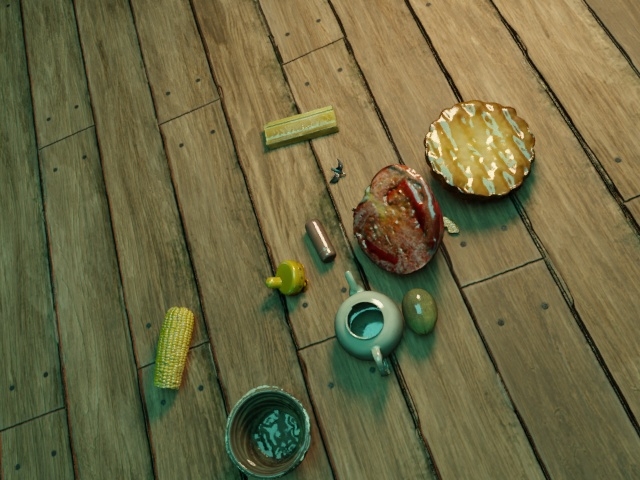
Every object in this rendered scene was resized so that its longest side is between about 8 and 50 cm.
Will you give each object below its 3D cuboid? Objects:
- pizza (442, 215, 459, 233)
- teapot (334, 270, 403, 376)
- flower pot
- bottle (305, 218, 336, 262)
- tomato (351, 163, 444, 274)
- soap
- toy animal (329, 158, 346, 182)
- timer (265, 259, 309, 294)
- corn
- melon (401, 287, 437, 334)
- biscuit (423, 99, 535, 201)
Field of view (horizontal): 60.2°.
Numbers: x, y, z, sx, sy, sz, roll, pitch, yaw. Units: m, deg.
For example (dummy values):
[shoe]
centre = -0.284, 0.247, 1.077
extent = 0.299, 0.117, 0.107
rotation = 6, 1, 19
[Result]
[pizza]
centre = 0.380, -0.046, 1.637
extent = 0.037, 0.016, 0.083
rotation = -45, 69, -6
[teapot]
centre = 0.132, 0.233, 1.528
extent = 0.193, 0.129, 0.294
rotation = -21, 65, 7
[flower pot]
centre = -0.125, 0.514, 1.478
extent = 0.236, 0.140, 0.235
rotation = -4, 70, 11
[bottle]
centre = 0.000, 0.000, 1.695
extent = 0.053, 0.053, 0.140
rotation = -28, 64, 3
[tomato]
centre = 0.252, -0.062, 1.595
extent = 0.309, 0.170, 0.308
rotation = 7, 102, 35
[soap]
centre = -0.067, -0.384, 1.872
extent = 0.252, 0.037, 0.092
rotation = -13, 65, 10
[toy animal]
centre = 0.059, -0.220, 1.779
extent = 0.028, 0.050, 0.084
rotation = 46, 126, 54
[timer]
centre = -0.100, 0.111, 1.646
extent = 0.107, 0.109, 0.107
rotation = -3, 86, 53
[corn]
centre = -0.443, 0.322, 1.661
extent = 0.094, 0.093, 0.244
rotation = 2, 69, 15
[melon]
centre = 0.273, 0.195, 1.524
extent = 0.098, 0.098, 0.130
rotation = -10, 74, 11
[biscuit]
centre = 0.464, -0.259, 1.627
extent = 0.326, 0.107, 0.325
rotation = 0, 71, 0
